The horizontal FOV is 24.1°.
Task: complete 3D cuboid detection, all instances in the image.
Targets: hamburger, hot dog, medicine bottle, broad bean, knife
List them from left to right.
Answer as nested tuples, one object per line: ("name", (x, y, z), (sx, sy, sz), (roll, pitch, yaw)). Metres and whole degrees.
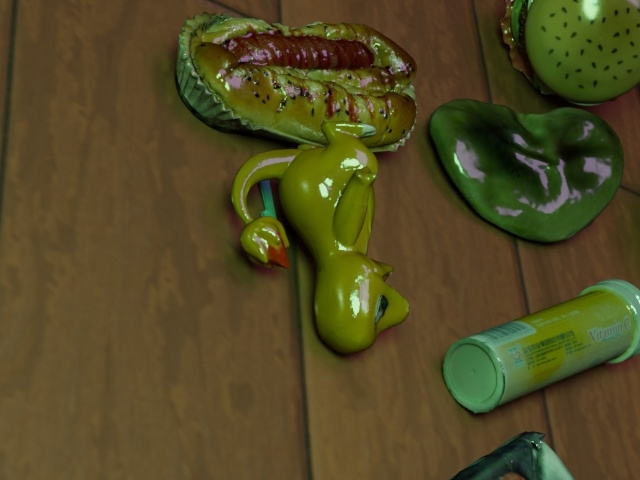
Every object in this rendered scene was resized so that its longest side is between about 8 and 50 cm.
("knife", (-0.041, -0.020, 1.185), (0.014, 0.005, 0.091), (14, 49, -35))
("hot dog", (-0.015, -0.133, 1.257), (0.253, 0.069, 0.131), (1, 57, -41))
("broad bean", (0.190, -0.069, 1.402), (0.207, 0.072, 0.153), (-3, 56, -31))
("medicine bottle", (0.192, 0.087, 1.255), (0.218, 0.074, 0.074), (-14, 67, -46))
("hamburger", (0.268, -0.213, 1.497), (0.175, 0.175, 0.137), (40, 12, -8))

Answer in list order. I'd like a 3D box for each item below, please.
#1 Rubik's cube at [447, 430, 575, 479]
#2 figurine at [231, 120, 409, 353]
("Rubik's cube", (0.024, 0.316, 0.715), (0.305, 0.310, 0.307), (51, 39, 11))
("figurine", (-0.003, 0.002, 1.139), (0.122, 0.121, 0.176), (-9, 75, -26))
